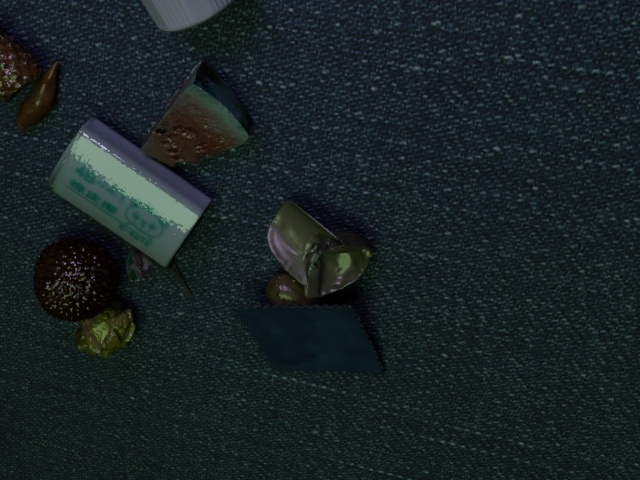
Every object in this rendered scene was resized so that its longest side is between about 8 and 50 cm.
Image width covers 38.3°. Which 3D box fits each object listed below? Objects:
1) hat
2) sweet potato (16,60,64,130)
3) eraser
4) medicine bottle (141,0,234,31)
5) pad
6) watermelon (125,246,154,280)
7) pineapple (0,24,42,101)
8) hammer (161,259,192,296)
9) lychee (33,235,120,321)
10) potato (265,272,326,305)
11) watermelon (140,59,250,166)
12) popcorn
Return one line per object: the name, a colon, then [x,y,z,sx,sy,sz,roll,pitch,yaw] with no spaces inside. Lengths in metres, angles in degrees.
hat: [0.000,0.000,1.784,0.166,0.144,0.173,-52,53,40]
sweet potato: [-0.540,-0.280,1.787,0.056,0.056,0.195,37,123,-7]
eraser: [-0.378,-0.093,1.825,0.290,0.104,0.189,35,124,-6]
medicine bottle: [-0.264,-0.527,1.407,0.242,0.242,0.395,-15,129,28]
pad: [-0.021,0.205,1.901,0.269,0.012,0.269,0,142,20]
watermelon: [-0.386,0.054,1.973,0.061,0.085,0.085,-2,128,-14]
pineapple: [-0.626,-0.380,1.719,0.237,0.119,0.111,53,169,-13]
hammer: [-0.303,0.080,1.964,0.019,0.035,0.110,-10,128,24]
lychee: [-0.512,0.083,1.952,0.188,0.188,0.188,10,126,14]
potato: [-0.052,0.124,1.873,0.138,0.070,0.091,37,129,-8]
watermelon: [-0.246,-0.212,1.714,0.241,0.094,0.154,-27,121,34]
popcorn: [-0.480,0.197,2.058,0.145,0.126,0.125,-17,92,46]
